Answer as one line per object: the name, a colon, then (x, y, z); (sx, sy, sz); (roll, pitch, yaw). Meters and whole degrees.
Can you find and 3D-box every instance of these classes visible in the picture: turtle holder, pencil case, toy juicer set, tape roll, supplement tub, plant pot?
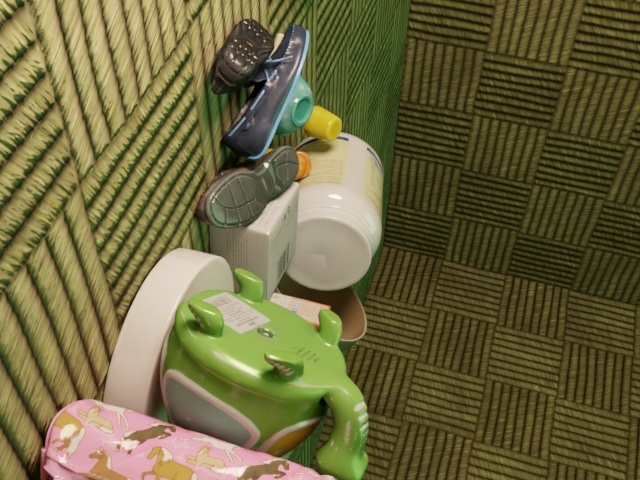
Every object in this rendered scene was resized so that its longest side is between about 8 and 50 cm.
turtle holder: (-0.077, 0.210, 1.195); (0.243, 0.320, 0.227); (-93, -156, -69)
pencil case: (-0.163, 0.323, 1.049); (0.160, 0.386, 0.167); (89, 19, -49)
toy juicer set: (-0.087, -0.243, 1.645); (0.209, 0.089, 0.329); (-58, 149, -9)
tape roll: (-0.242, 0.207, 1.368); (0.392, 0.072, 0.392); (13, 90, -80)
supplement tub: (0.020, -0.068, 1.831); (0.325, 0.235, 0.235); (-82, 178, -52)
plant pot: (-0.063, 0.171, 1.856); (0.191, 0.284, 0.284); (-48, -178, 24)

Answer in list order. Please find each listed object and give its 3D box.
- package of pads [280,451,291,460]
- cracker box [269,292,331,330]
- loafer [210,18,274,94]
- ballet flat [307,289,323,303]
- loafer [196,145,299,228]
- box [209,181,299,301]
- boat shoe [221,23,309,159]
package of pads: (-0.160, 0.488, 1.854); (0.229, 0.101, 0.296); (-61, 158, -7)
cracker box: (-0.103, 0.179, 1.623); (0.067, 0.232, 0.155); (-65, 165, -53)
loafer: (-0.132, -0.301, 1.348); (0.078, 0.076, 0.223); (-41, -164, 28)
ballet flat: (0.010, 0.075, 2.000); (0.074, 0.074, 0.203); (-16, 125, -78)
loafer: (-0.140, -0.094, 1.490); (0.267, 0.084, 0.096); (-39, 121, -47)
box: (-0.126, -0.005, 1.584); (0.181, 0.119, 0.182); (-64, 163, -51)
boat shoe: (-0.095, -0.271, 1.448); (0.109, 0.089, 0.258); (-22, -133, 69)
